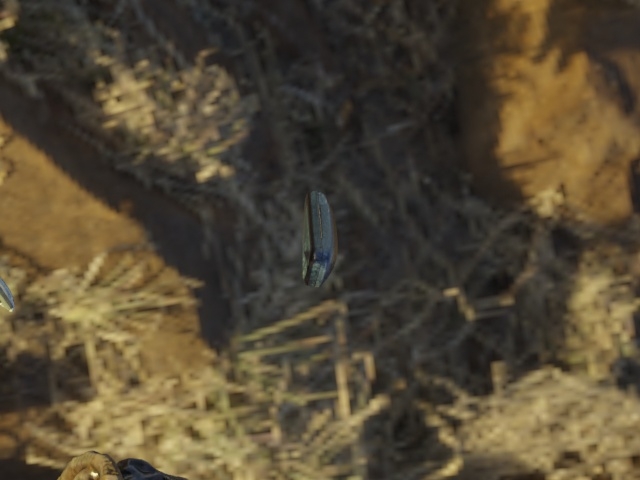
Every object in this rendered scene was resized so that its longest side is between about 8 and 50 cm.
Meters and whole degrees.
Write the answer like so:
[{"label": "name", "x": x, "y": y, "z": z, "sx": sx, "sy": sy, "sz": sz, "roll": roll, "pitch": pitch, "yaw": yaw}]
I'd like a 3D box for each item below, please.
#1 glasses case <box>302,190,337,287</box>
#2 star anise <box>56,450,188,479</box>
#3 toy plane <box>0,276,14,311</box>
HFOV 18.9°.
[{"label": "glasses case", "x": 0.000, "y": 0.000, "z": 1.344, "sx": 0.083, "sy": 0.023, "sz": 0.033, "roll": -92, "pitch": -171, "yaw": -55}, {"label": "star anise", "x": -0.174, "y": 0.209, "z": 1.411, "sx": 0.209, "sy": 0.231, "sz": 0.089, "roll": -12, "pitch": 64, "yaw": -49}, {"label": "toy plane", "x": -0.193, "y": 0.004, "z": 1.040, "sx": 0.024, "sy": 0.078, "sz": 0.084, "roll": -28, "pitch": 87, "yaw": -43}]
